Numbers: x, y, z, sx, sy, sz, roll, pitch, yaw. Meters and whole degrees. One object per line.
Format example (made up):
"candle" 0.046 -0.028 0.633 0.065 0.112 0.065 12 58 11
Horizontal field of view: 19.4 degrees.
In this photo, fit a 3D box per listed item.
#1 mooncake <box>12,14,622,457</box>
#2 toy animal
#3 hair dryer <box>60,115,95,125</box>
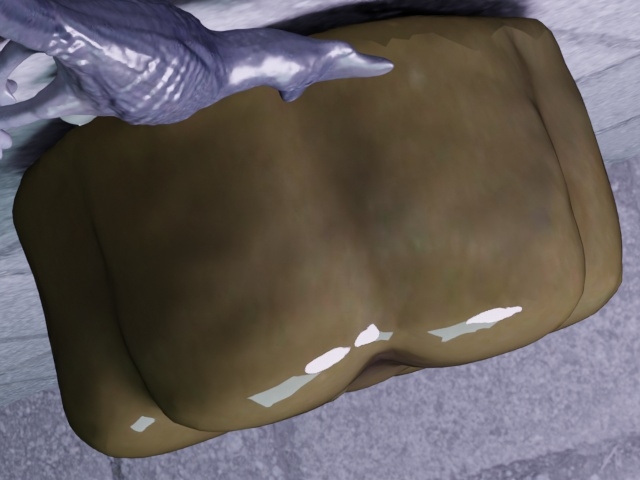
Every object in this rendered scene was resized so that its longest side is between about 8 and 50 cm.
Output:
"mooncake" 0.000 0.000 1.493 0.467 0.262 0.467 -18 175 -2
"toy animal" -0.140 -0.109 1.127 0.206 0.081 0.367 -18 165 34
"hair dryer" -0.121 -0.116 1.286 0.124 0.038 0.063 -20 177 -36
